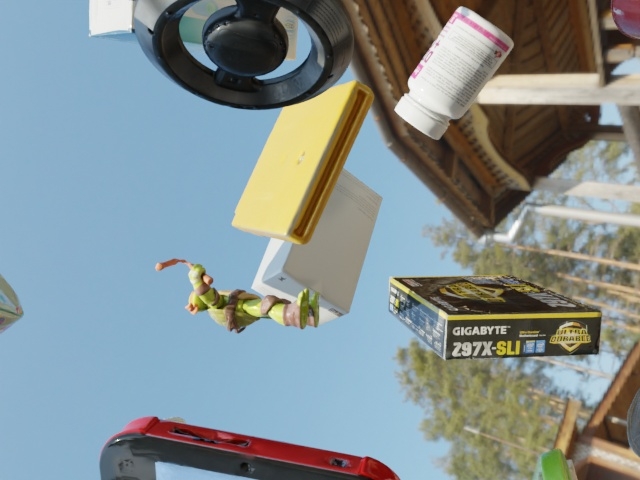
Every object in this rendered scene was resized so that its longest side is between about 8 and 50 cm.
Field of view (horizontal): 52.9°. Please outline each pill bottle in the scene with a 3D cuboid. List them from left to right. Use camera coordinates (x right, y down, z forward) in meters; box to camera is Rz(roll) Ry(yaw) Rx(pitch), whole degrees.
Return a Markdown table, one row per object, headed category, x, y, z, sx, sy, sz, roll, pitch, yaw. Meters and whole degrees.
| category | x | y | z | sx | sy | sz | roll | pitch | yaw |
| --- | --- | --- | --- | --- | --- | --- | --- | --- | --- |
| pill bottle | 0.313 | -0.394 | 1.541 | 0.160 | 0.160 | 0.283 | 10 | -59 | -52 |

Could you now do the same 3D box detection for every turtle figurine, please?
| category | x | y | z | sx | sy | sz | roll | pitch | yaw |
| --- | --- | --- | --- | --- | --- | --- | --- | --- | --- |
| turtle figurine | -0.120 | 0.097 | 0.976 | 0.269 | 0.217 | 0.087 | 56 | -139 | -64 |

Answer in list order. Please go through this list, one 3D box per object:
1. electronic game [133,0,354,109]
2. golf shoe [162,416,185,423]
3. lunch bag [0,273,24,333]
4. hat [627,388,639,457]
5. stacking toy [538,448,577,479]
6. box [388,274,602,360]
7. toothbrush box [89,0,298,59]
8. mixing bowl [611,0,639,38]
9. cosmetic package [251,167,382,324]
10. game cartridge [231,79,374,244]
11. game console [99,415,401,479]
| category | x | y | z | sx | sy | sz | roll | pitch | yaw |
| --- | --- | --- | --- | --- | --- | --- | --- | --- | --- |
| electronic game | -0.079 | -0.211 | 0.679 | 0.229 | 0.229 | 0.048 | 35 | -129 | -50 |
| golf shoe | -0.394 | 0.625 | 1.747 | 0.140 | 0.115 | 0.306 | -27 | -67 | -53 |
| lunch bag | -0.709 | 0.061 | 1.209 | 0.108 | 0.279 | 0.224 | -42 | -11 | -7 |
| hat | 0.753 | 0.342 | 1.245 | 0.134 | 0.331 | 0.331 | 44 | -127 | 3 |
| stacking toy | 0.331 | 0.462 | 0.939 | 0.309 | 0.130 | 0.279 | 39 | -142 | -59 |
| box | 0.284 | 0.124 | 1.122 | 0.257 | 0.322 | 0.079 | 1 | -83 | -9 |
| toothbrush box | -0.174 | -0.390 | 0.947 | 0.296 | 0.126 | 0.216 | -5 | -76 | -46 |
| mixing bowl | 0.594 | -0.407 | 1.067 | 0.182 | 0.098 | 0.181 | -7 | -52 | -9 |
| cosmetic package | 0.000 | 0.000 | 1.655 | 0.217 | 0.156 | 0.385 | 36 | -126 | -20 |
| game cartridge | -0.047 | -0.138 | 1.178 | 0.053 | 0.324 | 0.285 | 27 | -96 | -22 |
| game console | -0.090 | 0.398 | 0.813 | 0.060 | 0.387 | 0.341 | -54 | -30 | -69 |
